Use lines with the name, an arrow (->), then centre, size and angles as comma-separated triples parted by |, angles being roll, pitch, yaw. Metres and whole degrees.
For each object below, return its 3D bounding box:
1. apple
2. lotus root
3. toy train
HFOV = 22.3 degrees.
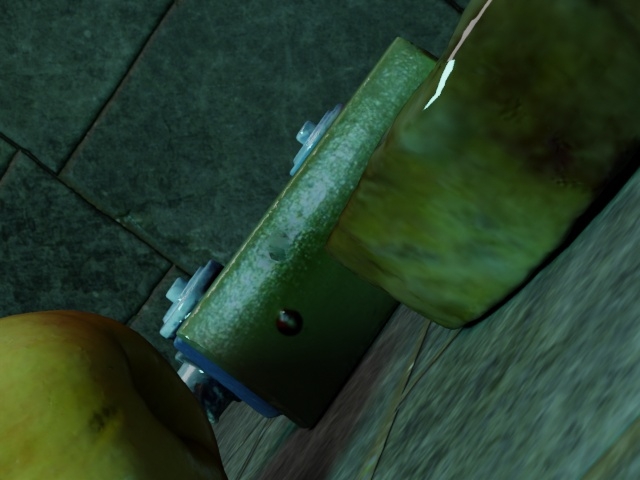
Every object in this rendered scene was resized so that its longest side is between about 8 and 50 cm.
apple -> -0.156, 0.160, 0.900 | 0.241, 0.242, 0.242 | -43, 6, 19
lotus root -> 0.124, -0.114, 0.847 | 0.375, 0.111, 0.390 | -57, 1, 45
toy train -> 0.000, 0.000, 1.172 | 0.299, 0.131, 0.202 | -55, 5, -16
